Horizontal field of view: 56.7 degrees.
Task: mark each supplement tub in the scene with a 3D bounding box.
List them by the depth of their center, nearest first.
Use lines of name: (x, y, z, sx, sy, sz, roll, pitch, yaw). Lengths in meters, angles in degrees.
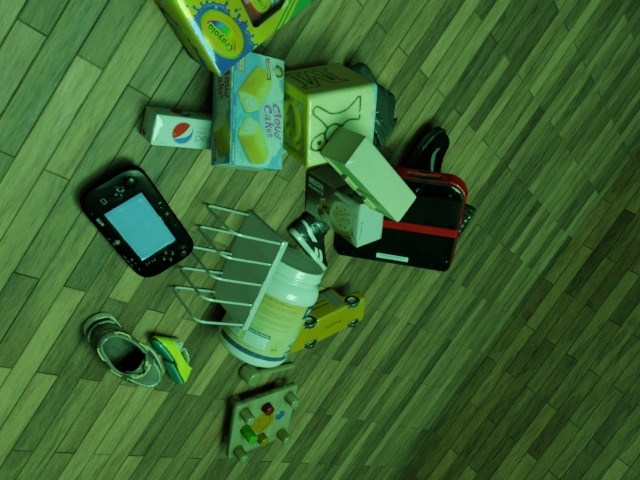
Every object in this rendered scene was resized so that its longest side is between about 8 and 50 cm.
supplement tub: (-0.143, 0.187, 1.749, 0.228, 0.228, 0.316, 12, 110, -46)

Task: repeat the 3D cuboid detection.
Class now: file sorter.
file sorter: (-0.255, 0.069, 1.596, 0.173, 0.193, 0.278, 11, 110, -43)

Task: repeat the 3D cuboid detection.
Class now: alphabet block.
alphabet block: (0.006, -0.321, 1.496, 0.197, 0.193, 0.192, -16, 126, -26)

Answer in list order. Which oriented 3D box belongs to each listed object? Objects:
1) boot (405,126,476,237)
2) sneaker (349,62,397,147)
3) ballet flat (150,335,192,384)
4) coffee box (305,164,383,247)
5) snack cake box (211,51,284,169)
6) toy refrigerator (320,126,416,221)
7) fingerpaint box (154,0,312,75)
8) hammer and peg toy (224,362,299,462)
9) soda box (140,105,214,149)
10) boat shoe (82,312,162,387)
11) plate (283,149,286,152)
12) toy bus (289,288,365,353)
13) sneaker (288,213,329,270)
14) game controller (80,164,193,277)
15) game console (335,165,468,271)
boot: (0.401, -0.168, 1.940, 0.131, 0.260, 0.348, -15, 134, -59)
sneaker: (0.149, -0.403, 1.697, 0.130, 0.109, 0.286, -49, 147, -17)
ballet flat: (-0.428, 0.330, 1.730, 0.077, 0.077, 0.231, -51, 147, -34)
coffee box: (0.066, -0.105, 1.710, 0.098, 0.246, 0.141, -20, 130, -32)
snack cake box: (-0.170, -0.302, 1.401, 0.152, 0.089, 0.264, 0, 91, -40)
toy refrigerator: (0.121, -0.157, 1.476, 0.094, 0.102, 0.269, -54, 135, -4)
fingerpaint box: (-0.198, -0.624, 1.166, 0.371, 0.163, 0.445, -42, 138, -10)
hammer and peg toy: (-0.191, 0.587, 2.070, 0.266, 0.127, 0.361, -10, 125, -37)
soda box: (-0.308, -0.263, 1.401, 0.216, 0.069, 0.074, -2, 119, -41)
boat shoe: (-0.520, 0.322, 1.611, 0.116, 0.096, 0.324, -38, 137, -15)
plate: (-0.113, -0.317, 1.569, 0.188, 0.024, 0.188, -24, 133, -28)
toy bus: (-0.010, 0.261, 1.995, 0.332, 0.130, 0.108, -22, 130, -29)
sneaker: (0.000, 0.000, 1.854, 0.121, 0.079, 0.217, -43, 137, -6)
game controller: (-0.440, -0.038, 1.448, 0.166, 0.067, 0.319, -39, 137, -13)
game console: (0.244, -0.070, 1.856, 0.060, 0.386, 0.342, -71, 168, -51)
